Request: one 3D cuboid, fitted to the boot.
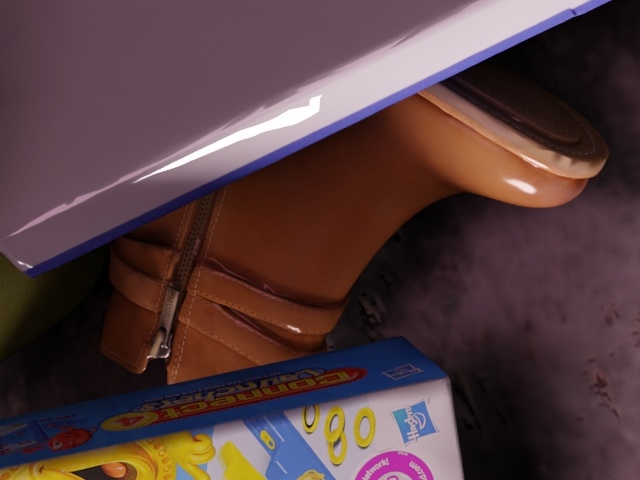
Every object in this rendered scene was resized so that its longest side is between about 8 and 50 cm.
[{"bbox_3d":[0.000,0.000,1.007,0.283,0.109,0.220,22,101,32],"label":"boot"}]

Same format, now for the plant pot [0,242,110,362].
[{"bbox_3d":[-0.254,-0.013,1.059,0.275,0.293,0.274,1,93,31],"label":"plant pot"}]

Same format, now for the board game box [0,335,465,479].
[{"bbox_3d":[-0.072,0.227,0.937,0.302,0.086,0.308,-11,101,-11],"label":"board game box"}]

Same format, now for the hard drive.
[{"bbox_3d":[-0.018,-0.129,0.963,0.319,0.040,0.210,-25,45,18],"label":"hard drive"}]
